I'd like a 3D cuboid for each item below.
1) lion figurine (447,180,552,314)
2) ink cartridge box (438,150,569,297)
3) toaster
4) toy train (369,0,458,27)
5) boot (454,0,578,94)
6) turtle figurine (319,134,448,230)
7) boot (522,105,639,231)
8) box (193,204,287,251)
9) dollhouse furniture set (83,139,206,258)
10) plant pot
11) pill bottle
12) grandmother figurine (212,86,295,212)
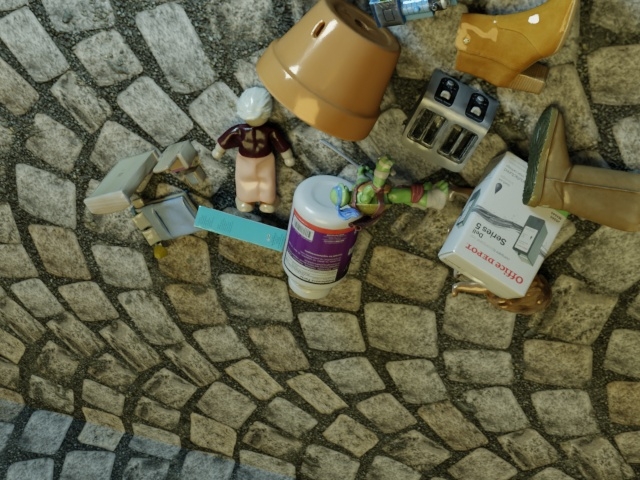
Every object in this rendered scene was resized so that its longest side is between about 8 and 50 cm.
[{"bbox_3d":[0.437,0.020,2.136,0.240,0.142,0.392,-2,124,15],"label":"lion figurine"},{"bbox_3d":[0.425,-0.031,1.992,0.198,0.273,0.115,31,169,-6],"label":"ink cartridge box"},{"bbox_3d":[0.281,-0.262,1.970,0.168,0.110,0.186,28,134,-1],"label":"toaster"},{"bbox_3d":[0.193,-0.498,1.797,0.184,0.105,0.080,-2,138,25],"label":"toy train"},{"bbox_3d":[0.390,-0.433,1.779,0.211,0.104,0.295,20,138,5],"label":"boot"},{"bbox_3d":[0.156,-0.162,2.068,0.266,0.275,0.198,8,146,-20],"label":"turtle figurine"},{"bbox_3d":[0.595,-0.157,1.937,0.269,0.089,0.236,10,97,-9],"label":"boot"},{"bbox_3d":[-0.214,-0.032,2.348,0.244,0.100,0.060,16,90,-7],"label":"box"},{"bbox_3d":[-0.429,-0.069,2.378,0.286,0.198,0.303,-11,125,30],"label":"dollhouse furniture set"},{"bbox_3d":[0.037,-0.380,1.872,0.290,0.291,0.203,33,118,-7],"label":"plant pot"},{"bbox_3d":[0.000,0.000,2.269,0.181,0.181,0.323,19,134,6],"label":"pill bottle"},{"bbox_3d":[-0.169,-0.229,2.205,0.207,0.104,0.342,-3,130,-10],"label":"grandmother figurine"}]
